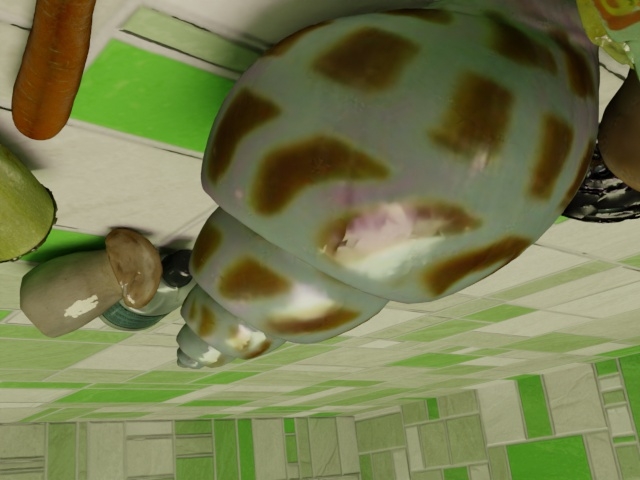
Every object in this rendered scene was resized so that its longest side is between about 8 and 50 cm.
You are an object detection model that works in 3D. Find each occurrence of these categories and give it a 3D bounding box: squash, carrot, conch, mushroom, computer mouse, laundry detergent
[{"bbox_3d":[-0.302,-0.065,0.551,0.095,0.094,0.224,-8,154,4],"label":"squash"},{"bbox_3d":[-0.167,-0.134,0.448,0.043,0.043,0.248,5,156,-28],"label":"carrot"},{"bbox_3d":[0.036,-0.035,0.515,0.249,0.197,0.368,35,128,-27],"label":"conch"},{"bbox_3d":[-0.289,0.056,0.854,0.213,0.096,0.088,-16,148,24],"label":"mushroom"},{"bbox_3d":[0.331,-0.067,0.738,0.242,0.077,0.146,-13,161,17],"label":"computer mouse"},{"bbox_3d":[-0.221,0.064,0.935,0.099,0.070,0.226,12,154,-30],"label":"laundry detergent"}]

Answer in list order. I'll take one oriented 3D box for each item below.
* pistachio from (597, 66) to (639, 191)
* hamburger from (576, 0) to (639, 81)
[{"bbox_3d":[0.339,-0.111,0.470,0.293,0.181,0.162,-15,136,19],"label":"pistachio"},{"bbox_3d":[0.221,-0.138,0.346,0.214,0.125,0.235,-4,121,1],"label":"hamburger"}]
